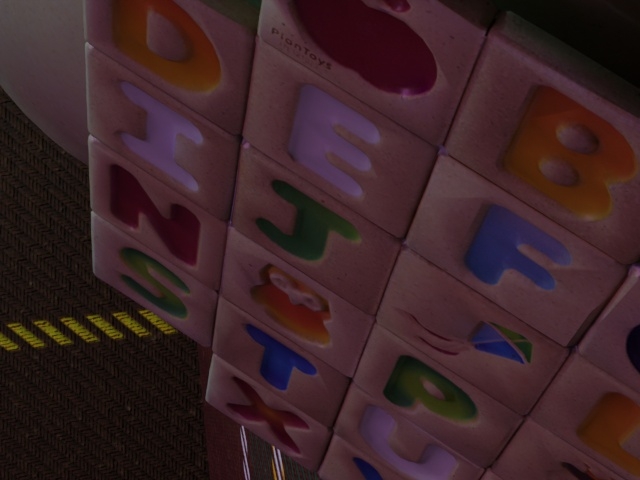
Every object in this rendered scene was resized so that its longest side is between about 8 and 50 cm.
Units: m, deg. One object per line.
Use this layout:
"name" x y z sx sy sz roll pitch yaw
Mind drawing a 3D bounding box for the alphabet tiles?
"alphabet tiles" 0.042 0.038 0.492 0.011 0.285 0.342 -53 -9 -25

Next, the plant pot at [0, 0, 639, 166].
"plant pot" 0.032 -0.124 0.484 0.274 0.256 0.256 14 110 63
